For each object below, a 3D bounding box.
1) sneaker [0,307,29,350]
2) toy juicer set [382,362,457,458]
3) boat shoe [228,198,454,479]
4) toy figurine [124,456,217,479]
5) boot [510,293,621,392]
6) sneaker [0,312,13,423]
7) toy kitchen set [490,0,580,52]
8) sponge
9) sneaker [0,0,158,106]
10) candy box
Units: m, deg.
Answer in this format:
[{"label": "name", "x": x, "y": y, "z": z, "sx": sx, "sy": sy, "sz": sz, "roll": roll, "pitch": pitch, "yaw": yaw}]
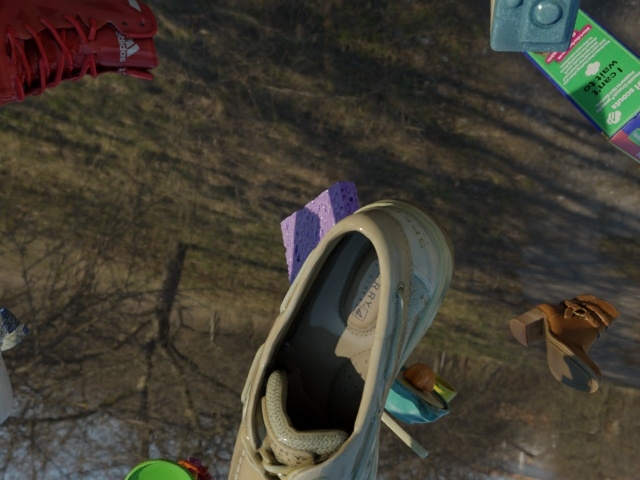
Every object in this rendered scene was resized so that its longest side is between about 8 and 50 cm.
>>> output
[{"label": "sneaker", "x": -0.468, "y": 0.127, "z": 0.904, "sx": 0.135, "sy": 0.058, "sz": 0.052, "roll": -21, "pitch": -154, "yaw": 8}, {"label": "toy juicer set", "x": 0.114, "y": 0.212, "z": 1.049, "sx": 0.209, "sy": 0.089, "sz": 0.329, "roll": 36, "pitch": -173, "yaw": 13}, {"label": "boat shoe", "x": -0.010, "y": 0.115, "z": 0.432, "sx": 0.109, "sy": 0.302, "sz": 0.098, "roll": 30, "pitch": -161, "yaw": 22}, {"label": "toy figurine", "x": -0.132, "y": 0.277, "z": 0.668, "sx": 0.130, "sy": 0.173, "sz": 0.159, "roll": -15, "pitch": -178, "yaw": 0}, {"label": "boot", "x": 0.420, "y": 0.150, "z": 1.057, "sx": 0.152, "sy": 0.073, "sz": 0.197, "roll": -18, "pitch": -148, "yaw": -15}, {"label": "sneaker", "x": -0.420, "y": 0.125, "z": 0.785, "sx": 0.091, "sy": 0.258, "sz": 0.094, "roll": 5, "pitch": -149, "yaw": 28}, {"label": "toy kitchen set", "x": 0.026, "y": -0.168, "z": 0.308, "sx": 0.207, "sy": 0.122, "sz": 0.166, "roll": 6, "pitch": 135, "yaw": 10}, {"label": "sponge", "x": 0.000, "y": 0.000, "z": 0.972, "sx": 0.031, "sy": 0.117, "sz": 0.210, "roll": -2, "pitch": 167, "yaw": -26}, {"label": "sneaker", "x": -0.177, "y": -0.136, "z": 0.444, "sx": 0.128, "sy": 0.221, "sz": 0.087, "roll": 9, "pitch": 130, "yaw": -10}, {"label": "candy box", "x": 0.501, "y": -0.251, "z": 1.111, "sx": 0.268, "sy": 0.317, "sz": 0.122, "roll": 20, "pitch": 122, "yaw": -37}]
